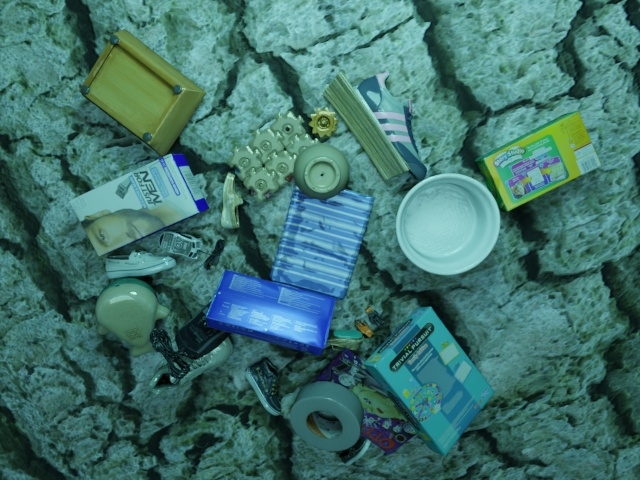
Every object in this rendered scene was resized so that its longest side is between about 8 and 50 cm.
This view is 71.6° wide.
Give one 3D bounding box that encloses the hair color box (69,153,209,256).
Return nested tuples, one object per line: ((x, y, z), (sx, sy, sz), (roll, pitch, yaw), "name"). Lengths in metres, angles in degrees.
((-0.529, -0.105, 1.310), (0.339, 0.110, 0.185), (-23, 99, 9), "hair color box")

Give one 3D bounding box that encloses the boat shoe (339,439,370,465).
((0.108, 0.676, 1.425), (0.040, 0.049, 0.142), (38, 120, 4), "boat shoe")

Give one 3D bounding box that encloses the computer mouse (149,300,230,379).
((-0.360, 0.279, 1.349), (0.272, 0.072, 0.188), (-36, 60, -19), "computer mouse")

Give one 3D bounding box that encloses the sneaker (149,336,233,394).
((-0.403, 0.392, 1.385), (0.292, 0.118, 0.110), (-31, 95, 7), "sneaker")

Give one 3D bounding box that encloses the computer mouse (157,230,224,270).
((-0.397, 0.017, 1.358), (0.193, 0.042, 0.106), (21, 105, -6), "computer mouse")

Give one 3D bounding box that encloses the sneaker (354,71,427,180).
((0.222, -0.317, 1.227), (0.131, 0.112, 0.319), (-37, 98, 8), "sneaker")

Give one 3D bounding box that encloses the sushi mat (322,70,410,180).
((0.122, -0.303, 1.218), (0.019, 0.151, 0.316), (-38, 96, -16), "sushi mat")

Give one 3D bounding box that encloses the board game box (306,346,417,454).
((0.147, 0.504, 1.381), (0.347, 0.056, 0.208), (37, 121, -4), "board game box")

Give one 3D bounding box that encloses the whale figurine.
((-0.575, 0.235, 1.375), (0.217, 0.141, 0.271), (-16, 123, -7), "whale figurine")

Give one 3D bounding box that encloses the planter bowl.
((0.004, -0.185, 1.229), (0.162, 0.109, 0.161), (-1, 104, -2), "planter bowl")

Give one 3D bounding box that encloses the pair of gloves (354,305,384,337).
((0.151, 0.254, 1.382), (0.074, 0.010, 0.083), (43, 97, -3), "pair of gloves")

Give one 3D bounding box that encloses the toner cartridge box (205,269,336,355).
((-0.142, 0.213, 1.315), (0.348, 0.075, 0.165), (15, 56, 1), "toner cartridge box")

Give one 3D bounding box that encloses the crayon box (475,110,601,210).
((0.601, -0.218, 1.237), (0.279, 0.081, 0.165), (-27, 97, 8), "crayon box")

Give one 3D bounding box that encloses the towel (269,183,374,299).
((0.000, 0.000, 1.332), (0.243, 0.040, 0.335), (16, 100, 0), "towel")

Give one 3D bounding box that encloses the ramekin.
((0.345, -0.051, 1.254), (0.278, 0.135, 0.277), (0, 99, 3), "ramekin")

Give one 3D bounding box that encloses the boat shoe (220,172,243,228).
((-0.258, -0.115, 1.318), (0.059, 0.063, 0.169), (7, 110, -1), "boat shoe")

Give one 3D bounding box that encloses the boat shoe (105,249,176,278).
((-0.556, 0.066, 1.352), (0.227, 0.083, 0.075), (-10, 100, 6), "boat shoe")

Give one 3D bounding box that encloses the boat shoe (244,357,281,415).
((-0.158, 0.465, 1.408), (0.083, 0.065, 0.183), (-32, 96, 9), "boat shoe")

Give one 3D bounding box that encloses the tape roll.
((0.020, 0.540, 1.364), (0.219, 0.072, 0.219), (6, 115, 13), "tape roll")

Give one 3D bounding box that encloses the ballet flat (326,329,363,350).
((0.028, 0.307, 1.371), (0.206, 0.073, 0.067), (8, 112, 5), "ballet flat")

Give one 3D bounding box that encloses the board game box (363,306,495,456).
((0.324, 0.406, 1.307), (0.254, 0.079, 0.336), (-40, 96, -23), "board game box")

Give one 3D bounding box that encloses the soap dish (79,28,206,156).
((-0.506, -0.415, 1.248), (0.291, 0.118, 0.229), (38, 100, -2), "soap dish")

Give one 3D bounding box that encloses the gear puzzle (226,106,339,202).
((-0.098, -0.273, 1.290), (0.339, 0.044, 0.175), (-36, 98, 7), "gear puzzle")
